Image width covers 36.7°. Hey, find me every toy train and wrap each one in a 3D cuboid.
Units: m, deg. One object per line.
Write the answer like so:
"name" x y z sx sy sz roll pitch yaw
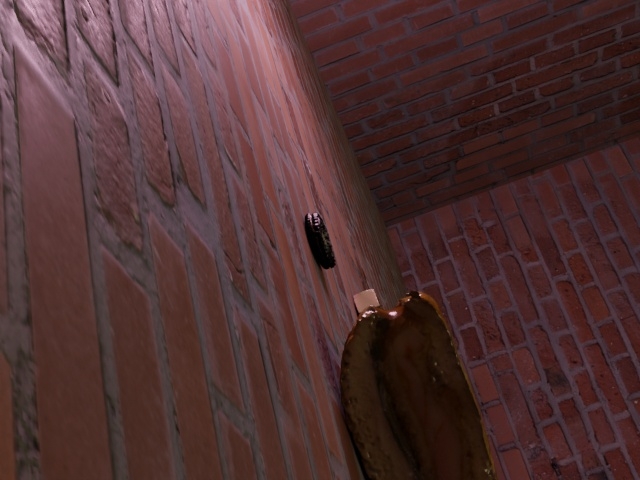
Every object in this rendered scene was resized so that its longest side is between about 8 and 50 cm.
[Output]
"toy train" 0.105 0.154 1.808 0.138 0.050 0.087 62 7 -53

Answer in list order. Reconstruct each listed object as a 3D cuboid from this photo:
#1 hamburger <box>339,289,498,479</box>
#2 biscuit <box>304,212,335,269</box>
"hamburger" 0.130 0.237 1.265 0.209 0.162 0.330 31 38 -84
"biscuit" 0.000 0.000 1.484 0.087 0.027 0.089 -92 160 -68
